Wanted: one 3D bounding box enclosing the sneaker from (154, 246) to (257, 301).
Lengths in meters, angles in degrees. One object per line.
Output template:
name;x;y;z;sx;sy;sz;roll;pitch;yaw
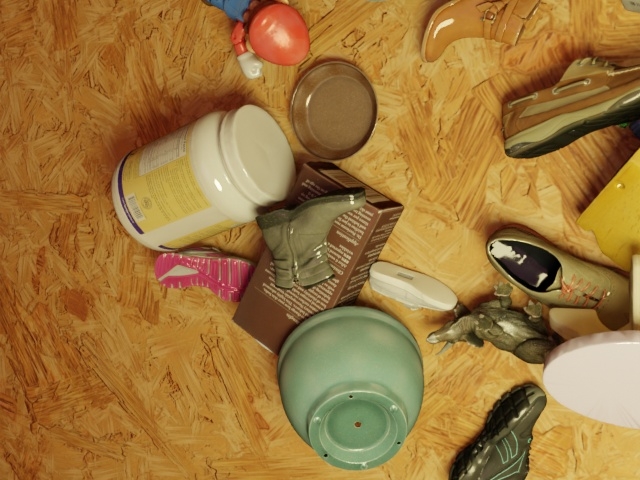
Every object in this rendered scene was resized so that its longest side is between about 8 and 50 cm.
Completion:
sneaker;-0.235;0.063;1.501;0.253;0.111;0.102;13;107;3

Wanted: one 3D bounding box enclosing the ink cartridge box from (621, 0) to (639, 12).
ink cartridge box;0.534;-0.380;0.908;0.226;0.306;0.131;22;106;24

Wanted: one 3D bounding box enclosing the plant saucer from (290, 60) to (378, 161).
plant saucer;0.032;-0.259;1.349;0.199;0.036;0.198;4;98;29

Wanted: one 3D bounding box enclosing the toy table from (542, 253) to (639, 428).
toy table;0.481;0.167;0.998;0.275;0.160;0.252;11;128;13

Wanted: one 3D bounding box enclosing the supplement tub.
supplement tub;-0.243;-0.129;1.398;0.332;0.241;0.240;-18;88;29

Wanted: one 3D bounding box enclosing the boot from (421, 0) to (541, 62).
boot;0.279;-0.378;1.182;0.152;0.073;0.197;35;114;16

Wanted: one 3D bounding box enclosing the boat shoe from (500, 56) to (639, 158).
boat shoe;0.434;-0.238;1.078;0.324;0.123;0.119;-21;76;36

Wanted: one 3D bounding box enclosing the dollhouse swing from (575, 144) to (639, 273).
dollhouse swing;0.653;-0.074;0.996;0.347;0.315;0.305;39;73;14

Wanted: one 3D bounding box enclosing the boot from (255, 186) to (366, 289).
boot;0.000;0.000;1.233;0.247;0.083;0.161;-16;96;34

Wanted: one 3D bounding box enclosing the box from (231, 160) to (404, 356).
box;-0.008;0.051;1.355;0.191;0.143;0.381;34;109;20

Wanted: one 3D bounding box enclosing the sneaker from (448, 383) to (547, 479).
sneaker;0.348;0.383;1.245;0.106;0.101;0.267;30;110;-2

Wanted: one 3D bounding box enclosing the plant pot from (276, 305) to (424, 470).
plant pot;0.063;0.296;1.242;0.293;0.196;0.292;-1;112;-2

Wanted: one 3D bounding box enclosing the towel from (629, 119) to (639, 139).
towel;0.566;-0.167;1.077;0.119;0.029;0.067;48;116;15

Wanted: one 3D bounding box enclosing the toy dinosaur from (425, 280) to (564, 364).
toy dinosaur;0.352;0.164;1.190;0.314;0.160;0.120;13;69;15

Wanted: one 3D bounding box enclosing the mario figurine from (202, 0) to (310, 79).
mario figurine;-0.124;-0.468;1.383;0.320;0.170;0.198;50;153;25

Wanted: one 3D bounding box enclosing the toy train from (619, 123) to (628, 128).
toy train;0.505;-0.228;1.109;0.024;0.017;0.083;12;102;37

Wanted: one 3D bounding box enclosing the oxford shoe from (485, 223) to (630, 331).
oxford shoe;0.430;0.089;1.124;0.348;0.130;0.122;27;106;20

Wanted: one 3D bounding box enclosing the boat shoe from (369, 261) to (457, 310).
boat shoe;0.177;0.103;1.307;0.184;0.066;0.063;19;126;19
